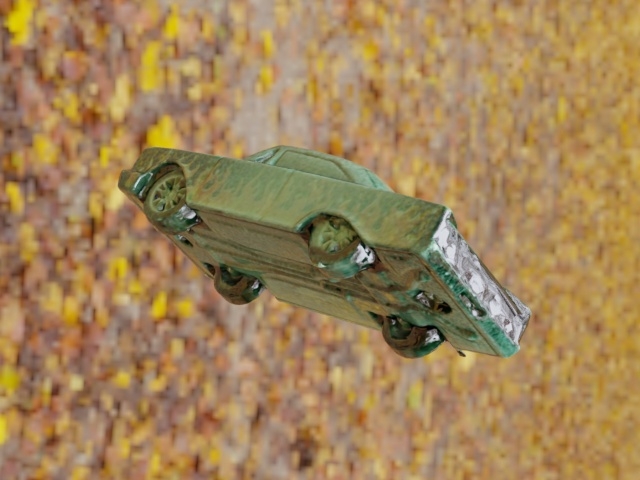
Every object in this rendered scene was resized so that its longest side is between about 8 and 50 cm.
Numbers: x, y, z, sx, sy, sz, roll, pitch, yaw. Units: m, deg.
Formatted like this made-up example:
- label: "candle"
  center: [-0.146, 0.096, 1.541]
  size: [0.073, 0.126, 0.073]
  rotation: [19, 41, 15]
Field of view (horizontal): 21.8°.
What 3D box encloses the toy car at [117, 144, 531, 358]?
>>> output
- label: "toy car"
  center: [0.000, 0.000, 1.188]
  size: [0.141, 0.320, 0.097]
  rotation: [48, 67, -41]
